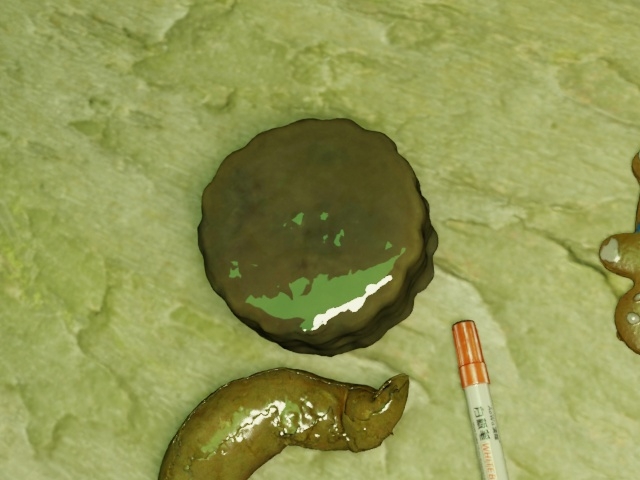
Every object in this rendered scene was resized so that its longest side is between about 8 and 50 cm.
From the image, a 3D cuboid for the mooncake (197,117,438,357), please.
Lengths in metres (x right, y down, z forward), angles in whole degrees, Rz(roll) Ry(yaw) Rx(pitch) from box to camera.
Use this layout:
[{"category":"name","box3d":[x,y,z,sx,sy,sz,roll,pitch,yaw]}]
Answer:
[{"category":"mooncake","box3d":[0.000,0.000,1.300,0.228,0.124,0.228,-4,68,9]}]

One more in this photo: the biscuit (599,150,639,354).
[{"category":"biscuit","box3d":[0.338,0.013,1.265,0.138,0.031,0.205,18,80,17]}]

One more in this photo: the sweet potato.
[{"category":"sweet potato","box3d":[-0.057,0.190,1.269,0.310,0.098,0.124,-30,76,6]}]

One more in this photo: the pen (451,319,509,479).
[{"category":"pen","box3d":[0.158,0.192,1.252,0.028,0.028,0.239,-13,72,9]}]
